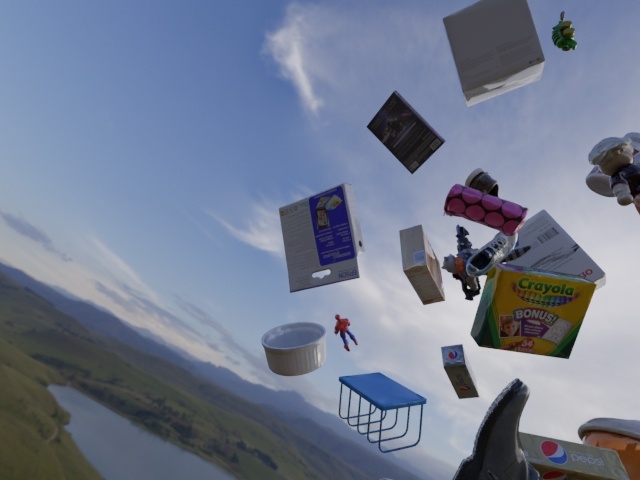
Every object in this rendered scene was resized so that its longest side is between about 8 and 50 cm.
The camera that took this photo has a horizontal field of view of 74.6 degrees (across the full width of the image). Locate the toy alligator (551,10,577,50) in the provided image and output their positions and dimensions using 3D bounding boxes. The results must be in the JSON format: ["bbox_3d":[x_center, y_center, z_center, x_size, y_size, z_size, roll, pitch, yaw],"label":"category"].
[{"bbox_3d":[0.698,-0.606,1.222,0.051,0.189,0.056,-5,-37,18],"label":"toy alligator"}]

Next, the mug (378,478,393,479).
[{"bbox_3d":[0.213,0.678,1.069,0.158,0.097,0.129,36,-3,5],"label":"mug"}]

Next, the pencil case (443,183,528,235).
[{"bbox_3d":[0.445,-0.079,1.145,0.209,0.095,0.098,24,-69,21],"label":"pencil case"}]

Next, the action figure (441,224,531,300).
[{"bbox_3d":[0.659,0.057,1.723,0.330,0.341,0.178,-10,-24,3],"label":"action figure"}]

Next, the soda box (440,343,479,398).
[{"bbox_3d":[0.584,0.550,1.752,0.091,0.098,0.286,-15,-49,21],"label":"soda box"}]

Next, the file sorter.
[{"bbox_3d":[0.129,0.376,0.935,0.118,0.104,0.170,4,2,-28],"label":"file sorter"}]

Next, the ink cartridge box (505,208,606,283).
[{"bbox_3d":[1.034,0.105,1.923,0.285,0.395,0.166,-37,-37,16],"label":"ink cartridge box"}]

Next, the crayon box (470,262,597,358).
[{"bbox_3d":[0.790,0.264,1.580,0.363,0.313,0.106,9,17,-5],"label":"crayon box"}]

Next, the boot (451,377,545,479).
[{"bbox_3d":[0.325,0.366,0.676,0.161,0.246,0.083,27,-4,24],"label":"boot"}]

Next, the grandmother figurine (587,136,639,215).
[{"bbox_3d":[0.706,-0.097,0.906,0.208,0.342,0.104,3,-39,-27],"label":"grandmother figurine"}]

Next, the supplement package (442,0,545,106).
[{"bbox_3d":[0.445,-0.494,1.089,0.194,0.203,0.149,-16,-4,22],"label":"supplement package"}]

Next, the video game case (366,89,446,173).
[{"bbox_3d":[0.330,-0.420,1.653,0.274,0.026,0.196,48,-42,5],"label":"video game case"}]

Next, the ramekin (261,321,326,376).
[{"bbox_3d":[-0.105,0.459,1.782,0.277,0.277,0.135,2,-76,42],"label":"ramekin"}]

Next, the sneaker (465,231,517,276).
[{"bbox_3d":[0.615,0.039,1.493,0.085,0.237,0.086,45,-6,22],"label":"sneaker"}]

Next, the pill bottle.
[{"bbox_3d":[1.044,-0.266,1.465,0.121,0.216,0.121,40,-3,3],"label":"pill bottle"}]

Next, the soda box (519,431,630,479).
[{"bbox_3d":[0.440,0.402,0.754,0.181,0.061,0.058,9,-58,5],"label":"soda box"}]

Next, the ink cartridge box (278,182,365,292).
[{"bbox_3d":[0.000,0.000,0.944,0.206,0.208,0.045,-16,-13,38],"label":"ink cartridge box"}]

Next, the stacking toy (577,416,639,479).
[{"bbox_3d":[0.639,0.639,0.823,0.351,0.480,0.350,30,-21,13],"label":"stacking toy"}]

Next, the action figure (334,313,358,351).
[{"bbox_3d":[0.048,0.183,0.849,0.030,0.038,0.115,50,-13,42],"label":"action figure"}]

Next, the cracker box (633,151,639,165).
[{"bbox_3d":[0.950,-0.203,1.113,0.156,0.067,0.232,33,-16,8],"label":"cracker box"}]

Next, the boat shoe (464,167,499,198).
[{"bbox_3d":[0.626,-0.145,1.600,0.097,0.116,0.324,47,-4,36],"label":"boat shoe"}]

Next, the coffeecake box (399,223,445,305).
[{"bbox_3d":[0.286,0.071,1.176,0.068,0.142,0.185,-16,-44,22],"label":"coffeecake box"}]
